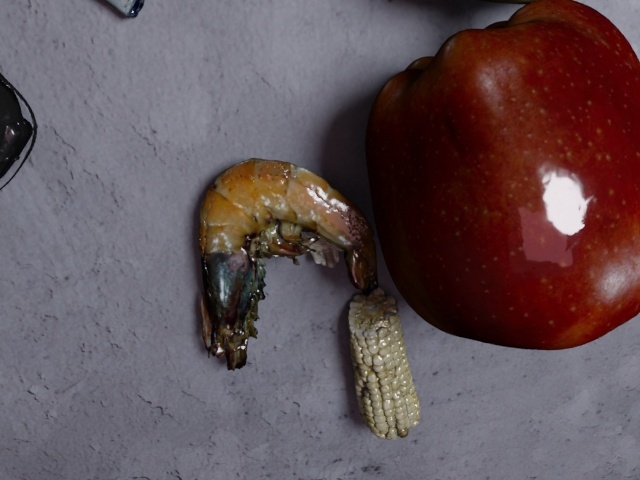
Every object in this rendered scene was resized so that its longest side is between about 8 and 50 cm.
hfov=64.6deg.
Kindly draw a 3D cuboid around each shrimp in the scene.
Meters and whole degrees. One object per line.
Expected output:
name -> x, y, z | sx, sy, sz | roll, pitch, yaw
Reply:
shrimp -> -0.045, 0.049, 0.610 | 0.223, 0.054, 0.290 | 14, 112, 4

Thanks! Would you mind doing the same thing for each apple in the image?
apple -> 0.193, -0.055, 0.506 | 0.289, 0.288, 0.316 | -21, 99, 1

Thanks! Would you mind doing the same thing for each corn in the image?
corn -> 0.083, 0.172, 0.681 | 0.087, 0.087, 0.210 | -14, 113, -2

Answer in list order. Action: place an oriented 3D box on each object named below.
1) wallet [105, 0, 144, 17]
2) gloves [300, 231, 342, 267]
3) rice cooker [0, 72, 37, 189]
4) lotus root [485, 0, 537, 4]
wallet -> -0.197, -0.352, 0.469 | 0.167, 0.036, 0.222 | 32, 104, -18
gloves -> 0.001, -0.001, 0.628 | 0.044, 0.037, 0.080 | -10, 118, 29
rice cooker -> -0.386, -0.131, 0.485 | 0.203, 0.118, 0.142 | 36, 102, -15
lotus root -> 0.219, -0.306, 0.460 | 0.310, 0.182, 0.182 | 0, 111, -6
